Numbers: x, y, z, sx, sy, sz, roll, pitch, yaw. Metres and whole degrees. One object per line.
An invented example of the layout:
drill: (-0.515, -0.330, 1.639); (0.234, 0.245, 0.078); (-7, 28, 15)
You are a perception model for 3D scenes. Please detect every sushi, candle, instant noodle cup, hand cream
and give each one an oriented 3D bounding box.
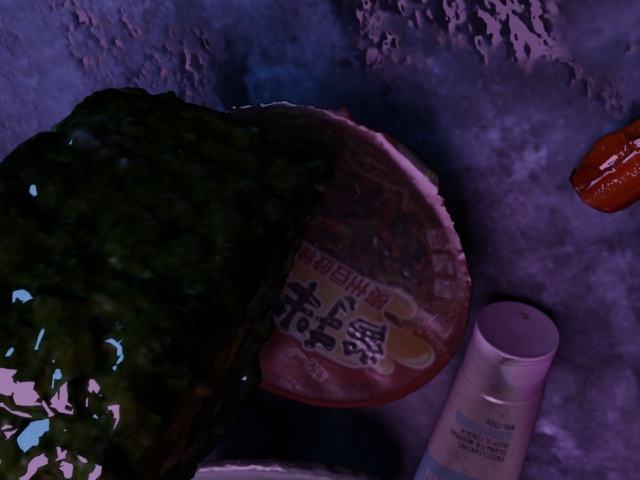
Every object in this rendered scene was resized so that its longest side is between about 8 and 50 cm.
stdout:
sushi: (-0.139, 0.075, 0.684); (0.178, 0.352, 0.294); (24, 124, 7)
candle: (0.243, -0.072, 0.724); (0.162, 0.048, 0.053); (-36, 82, 35)
instant noodle cup: (0.000, 0.000, 0.847); (0.274, 0.090, 0.274); (11, 121, 18)
hand cream: (0.131, 0.190, 0.917); (0.111, 0.070, 0.312); (17, 127, 11)

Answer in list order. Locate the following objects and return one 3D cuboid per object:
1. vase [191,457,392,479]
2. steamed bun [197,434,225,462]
vase: (-0.045, 0.356, 0.906); (0.245, 0.291, 0.245); (-1, 153, 0)
steamed bun: (-0.196, 0.134, 0.979); (0.232, 0.145, 0.231); (11, 122, 18)
